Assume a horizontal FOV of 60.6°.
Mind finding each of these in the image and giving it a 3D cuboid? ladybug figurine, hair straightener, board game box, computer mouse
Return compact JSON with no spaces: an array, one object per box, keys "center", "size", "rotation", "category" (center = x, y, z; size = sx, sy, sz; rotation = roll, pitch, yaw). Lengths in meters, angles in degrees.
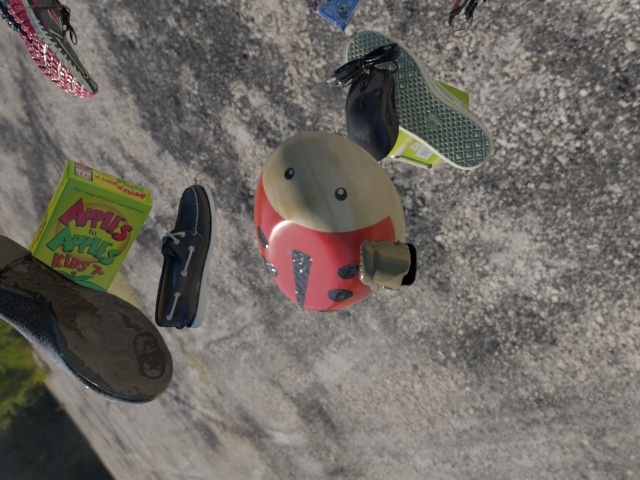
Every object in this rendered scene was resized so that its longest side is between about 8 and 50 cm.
[{"center":[0.000,0.000,1.052],"size":[0.305,0.162,0.449],"rotation":[19,144,16],"category":"ladybug figurine"},{"center":[0.450,-0.715,1.608],"size":[0.089,0.230,0.047],"rotation":[26,-175,-4],"category":"hair straightener"},{"center":[-0.275,0.009,0.625],"size":[0.181,0.092,0.043],"rotation":[-56,35,18],"category":"board game box"},{"center":[0.100,-0.310,1.236],"size":[0.188,0.072,0.272],"rotation":[-16,71,33],"category":"computer mouse"},{"center":[0.038,-0.513,1.174],"size":[0.090,0.020,0.090],"rotation":[39,106,13],"category":"board game box"}]

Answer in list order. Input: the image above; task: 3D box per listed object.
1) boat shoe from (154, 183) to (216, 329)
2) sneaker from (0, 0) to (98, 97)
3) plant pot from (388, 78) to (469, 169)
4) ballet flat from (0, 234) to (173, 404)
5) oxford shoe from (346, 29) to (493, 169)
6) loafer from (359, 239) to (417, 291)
[{"center":[-0.117,0.013,0.466],"size":[0.046,0.038,0.125],"rotation":[10,93,52],"category":"boat shoe"},{"center":[-0.561,-0.438,1.143],"size":[0.121,0.112,0.299],"rotation":[3,130,50],"category":"sneaker"},{"center":[0.336,-0.368,1.776],"size":[0.227,0.207,0.228],"rotation":[14,147,-19],"category":"plant pot"},{"center":[-0.242,0.076,0.512],"size":[0.250,0.084,0.058],"rotation":[29,131,12],"category":"ballet flat"},{"center":[0.243,-0.346,1.373],"size":[0.449,0.130,0.169],"rotation":[42,113,3],"category":"oxford shoe"},{"center":[0.074,0.027,0.554],"size":[0.050,0.148,0.056],"rotation":[4,90,16],"category":"loafer"}]
